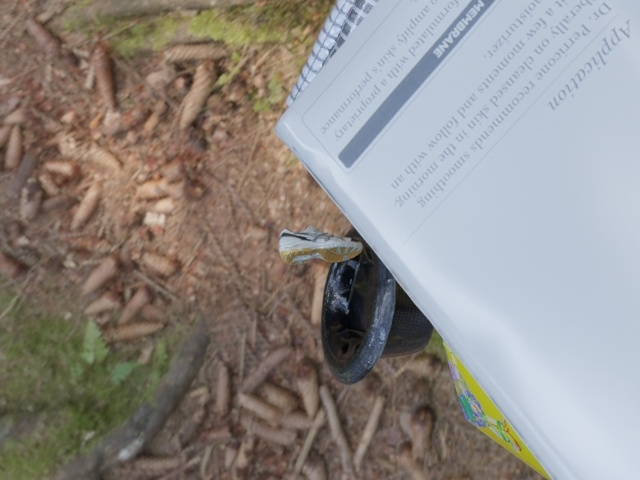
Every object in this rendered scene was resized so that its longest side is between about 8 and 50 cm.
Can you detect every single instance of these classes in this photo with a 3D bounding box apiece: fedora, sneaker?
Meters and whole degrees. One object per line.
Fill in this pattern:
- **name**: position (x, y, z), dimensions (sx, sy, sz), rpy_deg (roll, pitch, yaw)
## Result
- **fedora**: position (0.117, 0.120, 1.954), dimensions (0.153, 0.334, 0.334), rpy_deg (12, 118, -17)
- **sneaker**: position (0.000, 0.000, 1.044), dimensions (0.083, 0.036, 0.032), rpy_deg (-1, 144, -18)

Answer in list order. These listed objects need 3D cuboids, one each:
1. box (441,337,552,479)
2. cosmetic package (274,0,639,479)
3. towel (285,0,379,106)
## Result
- **box**: position (0.293, 0.078, 0.914), dimensions (0.279, 0.290, 0.177), rpy_deg (-25, 113, -16)
- **cosmetic package**: position (0.144, 0.000, 0.424), dimensions (0.138, 0.224, 0.224), rpy_deg (-48, 61, 21)
- **towel**: position (0.130, -0.205, 1.360), dimensions (0.284, 0.121, 0.235), rpy_deg (15, 120, -24)
